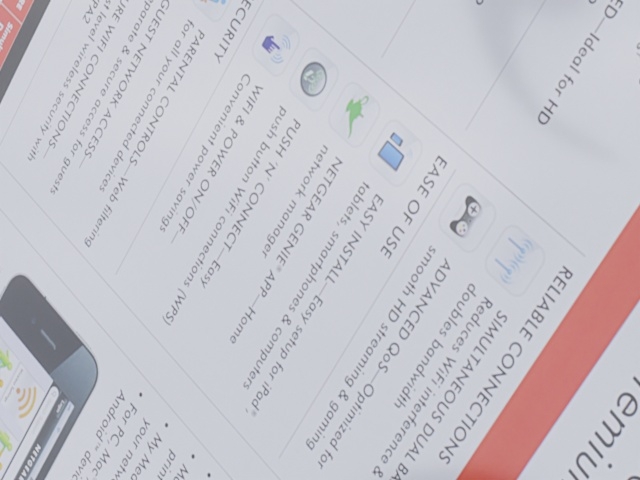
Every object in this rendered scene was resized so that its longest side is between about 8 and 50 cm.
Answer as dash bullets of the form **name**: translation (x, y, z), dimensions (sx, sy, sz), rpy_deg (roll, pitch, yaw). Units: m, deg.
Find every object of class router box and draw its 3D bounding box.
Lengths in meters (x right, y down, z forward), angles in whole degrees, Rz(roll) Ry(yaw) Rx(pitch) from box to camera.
- **router box**: translation (0.000, 0.000, 0.456), dimensions (0.301, 0.082, 0.335), rpy_deg (45, 115, 32)
